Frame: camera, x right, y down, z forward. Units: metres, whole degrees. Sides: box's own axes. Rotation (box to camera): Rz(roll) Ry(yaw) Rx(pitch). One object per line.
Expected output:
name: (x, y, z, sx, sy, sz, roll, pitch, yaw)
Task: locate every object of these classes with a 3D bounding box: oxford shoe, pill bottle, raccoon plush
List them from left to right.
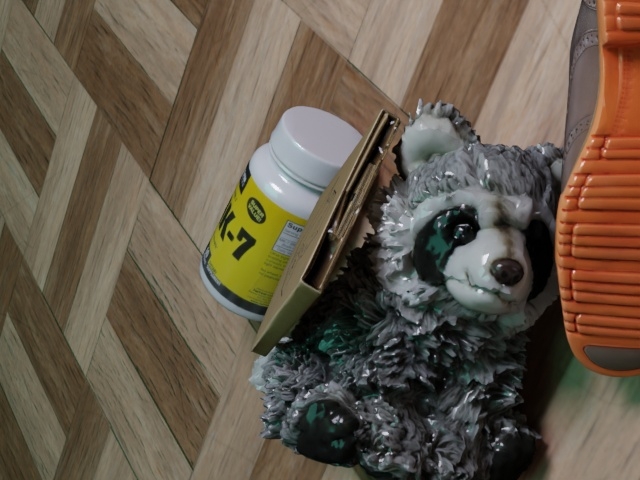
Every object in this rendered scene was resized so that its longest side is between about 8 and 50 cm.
pill bottle: (-0.036, -0.027, 1.301, 0.208, 0.119, 0.119, -61, 41, 32)
raccoon plush: (0.045, 0.032, 1.115, 0.446, 0.216, 0.299, 14, 91, 56)
oxford shoe: (0.239, -0.081, 0.930, 0.133, 0.130, 0.364, -86, 2, -76)

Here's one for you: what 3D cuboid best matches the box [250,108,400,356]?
box: (0.000, 0.000, 1.043, 0.164, 0.021, 0.201, -65, 5, -23)
